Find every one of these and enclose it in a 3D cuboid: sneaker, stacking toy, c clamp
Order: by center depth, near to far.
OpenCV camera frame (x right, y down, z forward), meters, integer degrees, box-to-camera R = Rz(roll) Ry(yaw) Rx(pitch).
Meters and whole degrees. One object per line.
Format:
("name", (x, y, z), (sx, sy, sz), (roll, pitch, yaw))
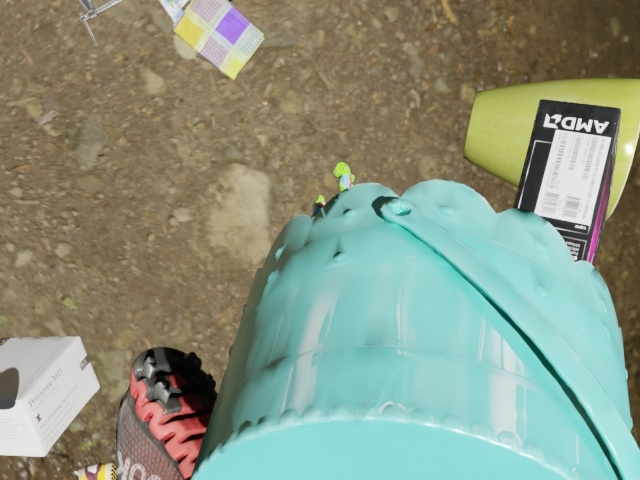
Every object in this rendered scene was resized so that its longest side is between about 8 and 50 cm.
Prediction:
("sneaker", (-0.127, 0.243, 0.681), (0.097, 0.276, 0.135), (6, 128, -48))
("stacking toy", (0.000, 0.000, 1.118), (0.052, 0.167, 0.221), (11, 69, -14))
("sneaker", (-0.396, 0.481, 1.198), (0.083, 0.186, 0.070), (-10, 139, 1))
("c clamp", (-0.419, -0.488, 1.364), (0.160, 0.022, 0.137), (-29, 105, 10))

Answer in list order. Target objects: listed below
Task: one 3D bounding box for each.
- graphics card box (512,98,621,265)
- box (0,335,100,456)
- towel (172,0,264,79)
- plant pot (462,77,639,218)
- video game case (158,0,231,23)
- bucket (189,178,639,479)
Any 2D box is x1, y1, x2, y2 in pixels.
("graphics card box", (0.259, 0.056, 0.794), (0.233, 0.094, 0.371), (39, 64, -64))
("box", (-0.517, 0.264, 1.190), (0.181, 0.181, 0.119), (-63, 145, -58))
("towel", (-0.101, -0.208, 0.687), (0.083, 0.009, 0.060), (38, 87, -31))
("plant pot", (0.441, -0.204, 1.362), (0.275, 0.293, 0.275), (13, 90, -78))
("video game case", (-0.228, -0.437, 1.137), (0.119, 0.015, 0.166), (-48, 127, -18))
("bucket", (0.060, 0.123, 0.426), (0.281, 0.281, 0.183), (57, 28, -24))
